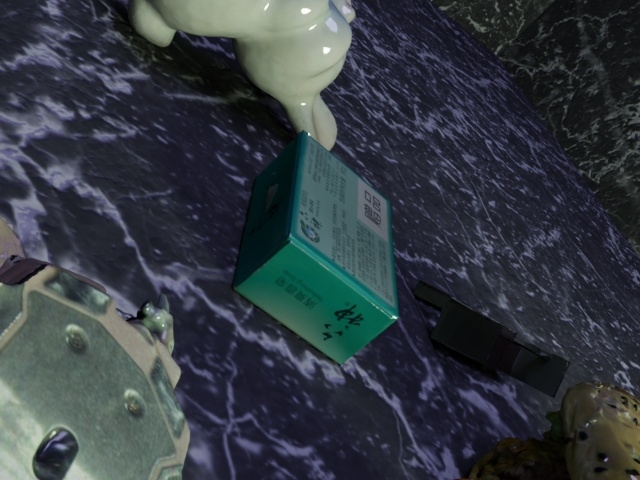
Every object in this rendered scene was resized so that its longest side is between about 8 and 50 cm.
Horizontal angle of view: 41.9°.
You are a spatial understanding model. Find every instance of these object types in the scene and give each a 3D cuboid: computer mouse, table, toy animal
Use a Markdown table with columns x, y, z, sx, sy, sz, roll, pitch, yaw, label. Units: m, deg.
| x | y | z | sx | sy | sz | roll | pitch | yaw | label |
| --- | --- | --- | --- | --- | --- | --- | --- | --- | --- |
| -0.169 | 0.115 | 0.464 | 0.200 | 0.114 | 0.389 | 58 | 15 | -16 | computer mouse |
| 0.214 | 0.129 | 1.101 | 0.146 | 0.063 | 0.175 | 29 | -2 | -34 | table |
| -0.077 | -0.276 | 1.113 | 0.367 | 0.241 | 0.196 | 42 | 29 | -46 | toy animal |

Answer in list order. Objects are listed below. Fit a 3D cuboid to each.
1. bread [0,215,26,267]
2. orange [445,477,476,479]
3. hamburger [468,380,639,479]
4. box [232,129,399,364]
| x | y | z | sx | sy | sz | roll | pitch | yaw | label |
| --- | --- | --- | --- | --- | --- | --- | --- | --- | --- |
| -0.320 | -0.029 | 0.514 | 0.316 | 0.054 | 0.316 | 36 | 25 | -20 | bread |
| 0.133 | 0.287 | 0.622 | 0.234 | 0.182 | 0.234 | 37 | 14 | -10 | orange |
| 0.302 | 0.293 | 0.853 | 0.318 | 0.195 | 0.277 | 8 | 46 | -57 | hamburger |
| 0.000 | 0.000 | 0.930 | 0.153 | 0.092 | 0.245 | 39 | 27 | -19 | box |
